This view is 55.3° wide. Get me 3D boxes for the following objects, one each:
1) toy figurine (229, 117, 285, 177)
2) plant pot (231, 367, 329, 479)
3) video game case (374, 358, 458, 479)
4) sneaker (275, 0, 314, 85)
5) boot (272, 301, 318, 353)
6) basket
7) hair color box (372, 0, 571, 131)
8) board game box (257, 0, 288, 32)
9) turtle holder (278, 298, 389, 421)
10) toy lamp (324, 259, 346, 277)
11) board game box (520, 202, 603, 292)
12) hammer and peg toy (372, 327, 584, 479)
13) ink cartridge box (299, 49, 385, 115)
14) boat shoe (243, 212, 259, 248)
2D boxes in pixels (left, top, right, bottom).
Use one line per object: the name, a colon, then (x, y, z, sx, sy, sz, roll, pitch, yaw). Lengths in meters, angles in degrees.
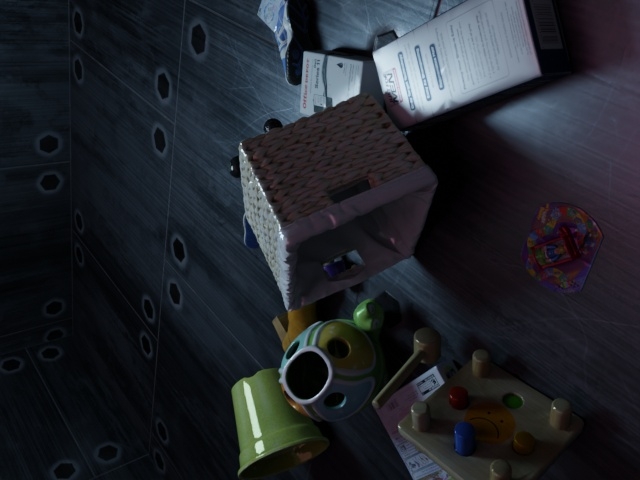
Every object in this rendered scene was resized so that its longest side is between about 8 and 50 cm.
toy figurine: (-0.101, -0.189, 1.537, 0.209, 0.148, 0.213, -51, 52, 6)
plant pot: (-0.145, 0.530, 1.811, 0.276, 0.276, 0.254, -55, 47, 44)
video game case: (0.268, 0.439, 1.407, 0.269, 0.061, 0.244, -49, 62, 46)
sneaker: (-0.068, -0.491, 1.527, 0.081, 0.080, 0.211, 4, 95, 57)
boot: (-0.018, 0.253, 1.685, 0.211, 0.104, 0.295, 55, 141, 15)
basket: (0.020, -0.076, 1.270, 0.266, 0.328, 0.331, 60, 165, 23)
hair color box: (0.266, -0.332, 1.134, 0.347, 0.105, 0.173, -12, 92, 51)
board game box: (-0.123, -0.606, 1.594, 0.090, 0.020, 0.090, 53, 136, 27)
turtle holder: (0.045, 0.304, 1.480, 0.320, 0.227, 0.243, -24, 74, 22)
toy lamp: (0.000, 0.000, 1.586, 0.080, 0.080, 0.274, -34, 75, 50)
board game box: (0.424, 0.016, 1.107, 0.133, 0.033, 0.168, 35, 126, 39)
hammer and peg toy: (0.283, 0.340, 1.201, 0.361, 0.266, 0.127, 30, 141, 41)
ink cartridge box: (0.050, -0.350, 1.409, 0.208, 0.087, 0.153, 27, 120, 45)
boat shoe: (-0.197, -0.061, 1.806, 0.066, 0.066, 0.183, -90, 13, -46)
